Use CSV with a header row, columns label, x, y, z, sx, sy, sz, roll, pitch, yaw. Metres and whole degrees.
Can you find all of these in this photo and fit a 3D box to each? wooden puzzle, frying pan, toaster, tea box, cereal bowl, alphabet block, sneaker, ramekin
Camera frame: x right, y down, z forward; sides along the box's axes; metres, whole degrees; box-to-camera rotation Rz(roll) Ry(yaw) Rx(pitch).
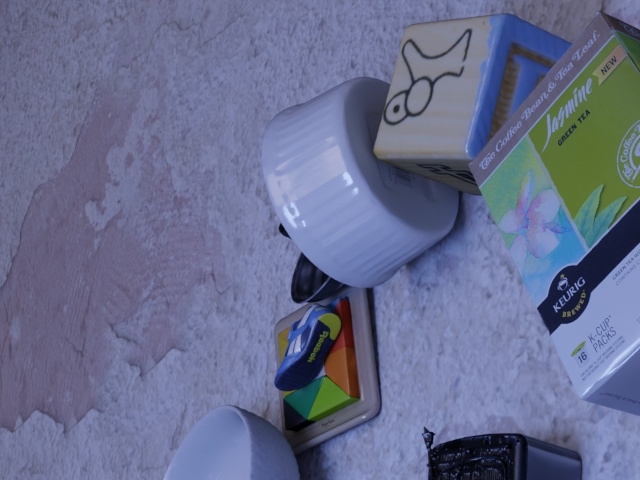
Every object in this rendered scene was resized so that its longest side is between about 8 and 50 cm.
label,x,y,z,sx,sy,sz,roll,pitch,yaw
wooden puzzle,-0.001,0.183,2.034,0.221,0.044,0.239,-33,49,44
frying pan,-0.009,0.025,2.086,0.326,0.053,0.197,-30,35,61
toaster,0.206,0.309,1.612,0.168,0.110,0.186,-19,60,50
tea box,0.369,0.001,1.326,0.220,0.329,0.324,-52,39,28
cereal bowl,-0.127,0.416,1.993,0.339,0.141,0.339,-45,33,40
alphabet block,0.214,-0.167,1.757,0.197,0.193,0.192,7,79,56
sneaker,-0.023,0.155,2.001,0.144,0.053,0.059,-57,37,14
ramekin,0.064,-0.087,1.874,0.135,0.277,0.277,-30,51,36
